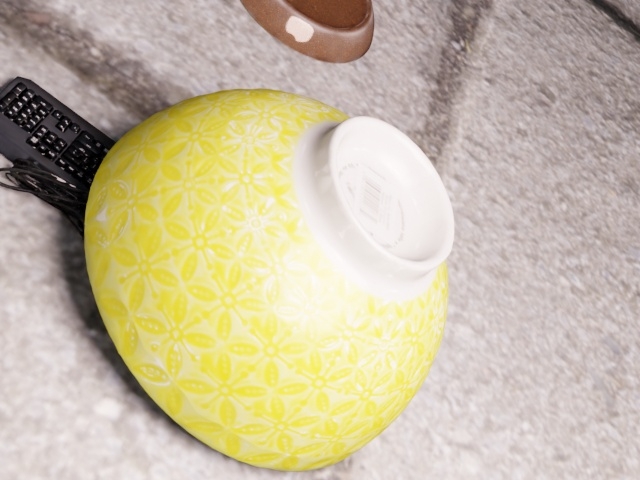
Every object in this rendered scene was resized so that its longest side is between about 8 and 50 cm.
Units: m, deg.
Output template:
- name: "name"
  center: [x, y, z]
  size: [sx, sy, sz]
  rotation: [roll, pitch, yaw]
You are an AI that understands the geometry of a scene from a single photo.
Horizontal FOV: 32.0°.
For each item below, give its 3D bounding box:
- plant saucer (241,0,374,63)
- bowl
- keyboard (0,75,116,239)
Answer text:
- name: "plant saucer"
  center: [-0.011, -0.247, 1.091]
  size: [0.168, 0.029, 0.168]
  rotation: [22, 46, -25]
- name: "bowl"
  center: [0.000, 0.000, 0.784]
  size: [0.289, 0.156, 0.289]
  rotation: [27, 47, -32]
- name: "keyboard"
  center: [-0.157, -0.045, 0.809]
  size: [0.192, 0.038, 0.100]
  rotation: [36, 43, -10]
